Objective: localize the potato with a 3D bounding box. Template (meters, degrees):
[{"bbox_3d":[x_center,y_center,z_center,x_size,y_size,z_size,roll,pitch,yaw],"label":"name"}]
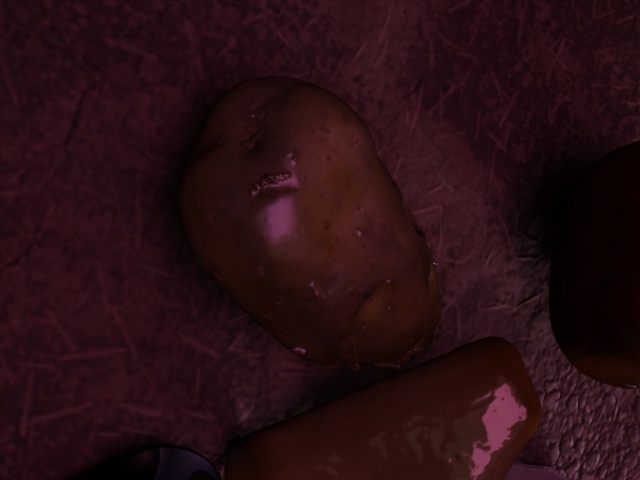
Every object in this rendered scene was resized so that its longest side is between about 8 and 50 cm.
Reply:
[{"bbox_3d":[0.000,0.000,0.708,0.296,0.141,0.192,46,59,-25],"label":"potato"}]

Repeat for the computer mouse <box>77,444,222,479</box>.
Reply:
[{"bbox_3d":[-0.170,0.260,0.655,0.233,0.096,0.137,-24,105,-27],"label":"computer mouse"}]

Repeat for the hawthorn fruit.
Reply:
[{"bbox_3d":[0.370,0.009,0.847,0.267,0.267,0.301,2,83,-29],"label":"hawthorn fruit"}]

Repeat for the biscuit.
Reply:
[{"bbox_3d":[0.079,0.238,0.717,0.290,0.062,0.237,-21,84,2],"label":"biscuit"}]

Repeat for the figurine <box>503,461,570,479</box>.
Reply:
[{"bbox_3d":[0.204,0.340,0.866,0.250,0.167,0.141,12,123,-50],"label":"figurine"}]
